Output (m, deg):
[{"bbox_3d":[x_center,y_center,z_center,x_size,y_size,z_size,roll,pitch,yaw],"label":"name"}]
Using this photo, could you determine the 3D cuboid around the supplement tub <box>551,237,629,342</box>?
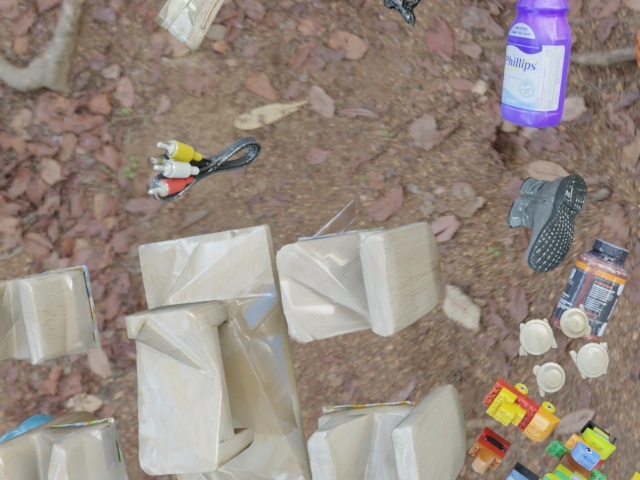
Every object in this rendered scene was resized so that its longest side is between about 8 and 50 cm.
[{"bbox_3d":[0.549,0.098,1.784,0.106,0.106,0.198,24,100,17],"label":"supplement tub"}]

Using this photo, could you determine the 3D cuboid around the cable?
[{"bbox_3d":[-0.226,-0.136,1.751,0.072,0.287,0.139,36,119,37],"label":"cable"}]

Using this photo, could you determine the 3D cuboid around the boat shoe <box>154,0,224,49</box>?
[{"bbox_3d":[-0.179,-0.522,1.723,0.110,0.121,0.341,39,82,-14],"label":"boat shoe"}]

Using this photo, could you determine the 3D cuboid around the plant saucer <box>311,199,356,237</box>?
[{"bbox_3d":[0.000,0.000,1.429,0.168,0.168,0.029,-43,91,16],"label":"plant saucer"}]

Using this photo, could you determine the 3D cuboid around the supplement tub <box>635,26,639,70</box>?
[{"bbox_3d":[0.765,-0.377,1.610,0.338,0.207,0.207,-18,85,-10],"label":"supplement tub"}]

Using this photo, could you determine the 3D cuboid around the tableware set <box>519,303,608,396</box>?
[{"bbox_3d":[0.443,0.198,1.617,0.168,0.020,0.141,-18,91,-11],"label":"tableware set"}]

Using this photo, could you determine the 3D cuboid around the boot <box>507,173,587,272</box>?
[{"bbox_3d":[0.467,-0.034,1.911,0.161,0.083,0.246,-6,51,57],"label":"boot"}]

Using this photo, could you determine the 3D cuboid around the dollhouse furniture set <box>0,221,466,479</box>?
[{"bbox_3d":[-0.053,0.186,0.762,0.362,0.256,0.394,-8,92,21],"label":"dollhouse furniture set"}]

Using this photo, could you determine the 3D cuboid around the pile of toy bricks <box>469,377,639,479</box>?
[{"bbox_3d":[0.228,0.238,0.839,0.212,0.105,0.118,34,125,14],"label":"pile of toy bricks"}]

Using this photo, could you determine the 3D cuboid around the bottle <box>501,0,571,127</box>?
[{"bbox_3d":[0.393,-0.350,1.602,0.118,0.092,0.283,32,126,54],"label":"bottle"}]

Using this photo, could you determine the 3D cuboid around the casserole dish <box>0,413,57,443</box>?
[{"bbox_3d":[-0.280,0.265,0.957,0.037,0.188,0.114,20,67,39],"label":"casserole dish"}]

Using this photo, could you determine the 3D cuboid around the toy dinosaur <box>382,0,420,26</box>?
[{"bbox_3d":[0.180,-0.509,1.566,0.218,0.164,0.322,-53,53,9],"label":"toy dinosaur"}]
